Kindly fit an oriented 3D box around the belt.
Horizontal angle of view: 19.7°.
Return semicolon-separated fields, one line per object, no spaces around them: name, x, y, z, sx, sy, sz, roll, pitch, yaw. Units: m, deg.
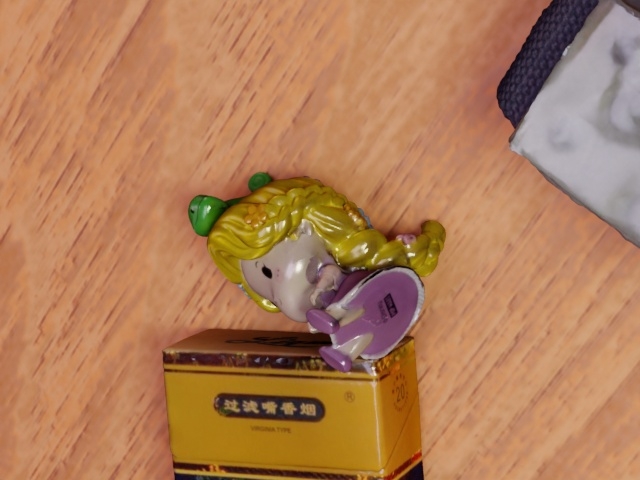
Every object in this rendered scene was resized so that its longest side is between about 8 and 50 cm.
belt;0.210;-0.057;0.965;0.230;0.140;0.126;41;117;15

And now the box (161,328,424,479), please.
box;-0.011;0.177;1.172;0.152;0.070;0.237;1;104;26

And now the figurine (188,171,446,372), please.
figurine;0.000;0.000;1.125;0.156;0.115;0.094;30;141;40
